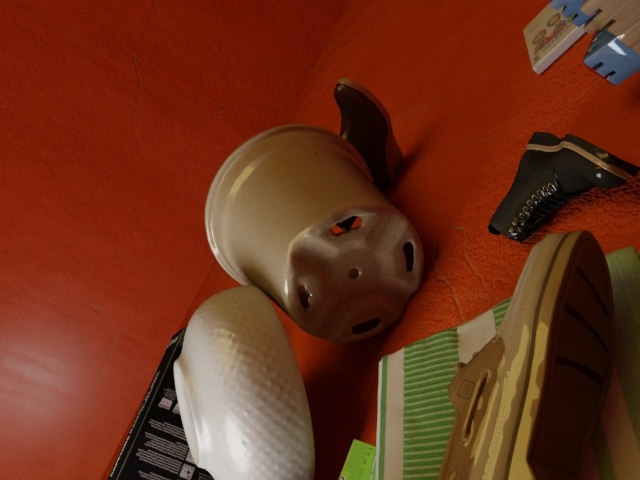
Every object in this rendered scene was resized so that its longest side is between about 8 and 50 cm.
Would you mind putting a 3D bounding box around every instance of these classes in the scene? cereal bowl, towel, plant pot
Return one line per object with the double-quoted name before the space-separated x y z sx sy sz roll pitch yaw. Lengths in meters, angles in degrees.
"cereal bowl" -0.138 0.245 0.886 0.339 0.141 0.339 169 90 -68
"towel" 0.177 0.160 0.545 0.325 0.038 0.248 -35 30 34
"plant pot" 0.000 0.000 0.953 0.334 0.334 0.305 -58 28 7

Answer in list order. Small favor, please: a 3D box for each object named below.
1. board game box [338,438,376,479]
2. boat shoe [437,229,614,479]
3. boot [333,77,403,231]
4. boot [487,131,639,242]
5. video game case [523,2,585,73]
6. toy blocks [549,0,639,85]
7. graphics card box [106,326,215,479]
"board game box" 0.086 0.303 0.635 0.124 0.039 0.259 -66 17 -19
"boat shoe" 0.152 0.125 0.455 0.103 0.113 0.302 -8 51 49
"boot" 0.054 -0.160 1.115 0.207 0.248 0.090 -50 39 -14
"boot" 0.264 -0.045 0.654 0.137 0.077 0.198 -62 4 11
"video game case" 0.379 -0.346 0.879 0.157 0.019 0.143 -46 22 39
"toy blocks" 0.372 -0.324 0.623 0.381 0.190 0.261 -59 6 -20
"graphics card box" -0.241 0.379 1.094 0.094 0.233 0.371 -36 31 54
